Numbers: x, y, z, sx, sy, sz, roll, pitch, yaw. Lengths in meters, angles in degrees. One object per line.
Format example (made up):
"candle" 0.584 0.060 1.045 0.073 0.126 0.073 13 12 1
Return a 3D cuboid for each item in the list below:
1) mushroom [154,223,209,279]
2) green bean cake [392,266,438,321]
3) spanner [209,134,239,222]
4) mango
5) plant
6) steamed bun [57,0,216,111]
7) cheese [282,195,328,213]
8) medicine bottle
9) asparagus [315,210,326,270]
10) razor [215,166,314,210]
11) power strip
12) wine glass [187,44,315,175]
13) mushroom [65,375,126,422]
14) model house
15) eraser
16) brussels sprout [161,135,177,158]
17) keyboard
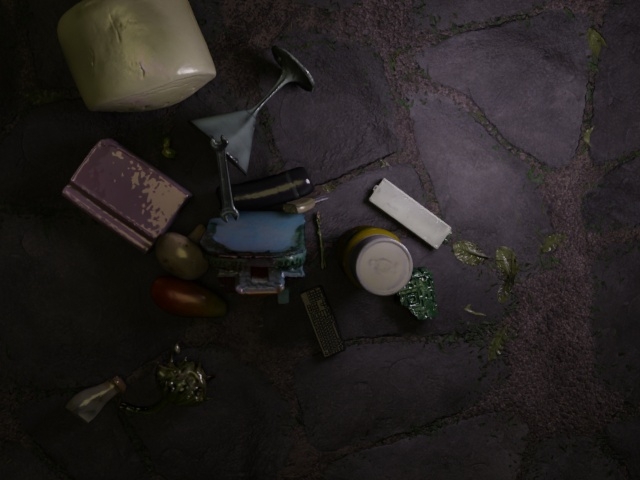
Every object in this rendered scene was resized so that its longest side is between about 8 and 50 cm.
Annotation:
"mushroom" -0.477 0.030 1.673 0.207 0.207 0.215 37 58 -7
"green bean cake" 0.347 0.215 1.787 0.193 0.107 0.208 -11 97 -5
"spanner" -0.316 -0.196 1.522 0.071 0.017 0.302 0 118 7
"mango" -0.483 0.214 1.705 0.289 0.129 0.146 11 121 -9
"plant" -0.566 0.569 1.768 0.251 0.180 0.333 40 124 -13
"steamed bun" -0.615 -0.628 1.541 0.455 0.290 0.371 -20 97 -3
"cheese" -0.044 -0.139 1.707 0.192 0.097 0.037 -23 115 -40
"medicine bottle" 0.183 0.065 1.620 0.224 0.384 0.224 0 96 -4
"asparagus" 0.000 0.000 1.781 0.023 0.022 0.233 0 100 40
"razor" -0.198 -0.176 1.660 0.349 0.204 0.113 -13 97 0
"power strip" 0.350 -0.098 1.790 0.367 0.043 0.106 36 92 -6
"wine glass" -0.224 -0.458 1.620 0.267 0.267 0.406 44 85 -7
"mushroom" -0.842 0.586 1.736 0.225 0.093 0.116 -42 116 -9
"model house" -0.232 0.102 1.670 0.360 0.297 0.339 0 126 -5
"eraser" -0.687 -0.164 1.662 0.359 0.122 0.272 37 91 -7
"brussels sprout" -0.557 -0.337 1.694 0.051 0.046 0.083 -20 90 -46
"keyboard" 0.028 0.365 1.805 0.103 0.041 0.381 -22 96 -2
